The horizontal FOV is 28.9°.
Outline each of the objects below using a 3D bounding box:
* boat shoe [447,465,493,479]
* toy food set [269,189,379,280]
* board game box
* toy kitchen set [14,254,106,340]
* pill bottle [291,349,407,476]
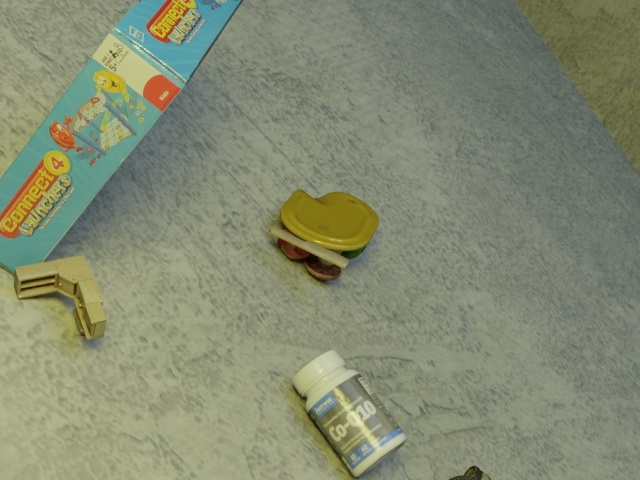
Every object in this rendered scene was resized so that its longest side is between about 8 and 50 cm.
[{"bbox_3d":[0.171,0.314,1.520,0.049,0.056,0.152,48,19,15],"label":"boat shoe"},{"bbox_3d":[0.000,0.000,1.694,0.128,0.071,0.218,22,26,8],"label":"toy food set"},{"bbox_3d":[-0.222,-0.148,1.336,0.086,0.308,0.302,38,29,-11],"label":"board game box"},{"bbox_3d":[-0.268,0.073,1.277,0.075,0.068,0.083,-11,56,-24],"label":"toy kitchen set"},{"bbox_3d":[0.032,0.201,1.453,0.137,0.078,0.078,52,30,14],"label":"pill bottle"}]
